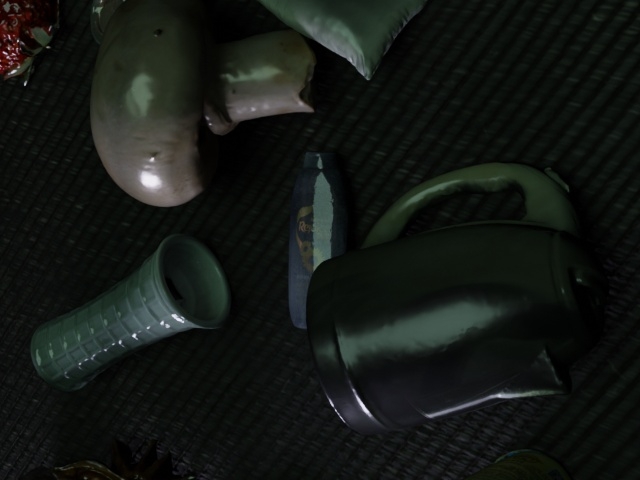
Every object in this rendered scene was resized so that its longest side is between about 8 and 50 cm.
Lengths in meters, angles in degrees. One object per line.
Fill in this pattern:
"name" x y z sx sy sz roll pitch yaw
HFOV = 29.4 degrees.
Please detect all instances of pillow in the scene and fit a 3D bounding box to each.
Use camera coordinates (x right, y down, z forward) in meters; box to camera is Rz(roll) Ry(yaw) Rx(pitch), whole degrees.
"pillow" 0.011 -0.319 1.553 0.254 0.078 0.144 36 74 24

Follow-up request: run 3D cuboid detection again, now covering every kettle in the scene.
"kettle" 0.177 0.051 1.444 0.324 0.228 0.321 -16 55 25

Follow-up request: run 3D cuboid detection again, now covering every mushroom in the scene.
"mushroom" -0.148 -0.184 1.590 0.290 0.292 0.292 1 96 1

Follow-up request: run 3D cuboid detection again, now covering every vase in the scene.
"vase" -0.279 0.114 1.743 0.299 0.143 0.143 -28 81 32

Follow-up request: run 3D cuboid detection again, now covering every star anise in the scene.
"star anise" -0.273 0.391 1.750 0.214 0.099 0.220 -26 60 -8

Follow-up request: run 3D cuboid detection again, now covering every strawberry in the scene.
"strawberry" -0.491 -0.363 1.834 0.174 0.098 0.228 -41 75 26

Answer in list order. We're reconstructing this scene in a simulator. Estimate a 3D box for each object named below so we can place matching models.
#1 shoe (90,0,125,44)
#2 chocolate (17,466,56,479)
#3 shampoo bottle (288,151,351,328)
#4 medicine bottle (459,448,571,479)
"shoe" -0.244 -0.348 1.694 0.251 0.100 0.103 -31 79 31
"chocolate" -0.399 0.496 1.830 0.100 0.185 0.303 0 96 2
"shampoo bottle" 0.000 0.000 1.613 0.087 0.049 0.233 5 97 27
"medicine bottle" 0.202 0.324 1.418 0.124 0.239 0.124 4 97 33
